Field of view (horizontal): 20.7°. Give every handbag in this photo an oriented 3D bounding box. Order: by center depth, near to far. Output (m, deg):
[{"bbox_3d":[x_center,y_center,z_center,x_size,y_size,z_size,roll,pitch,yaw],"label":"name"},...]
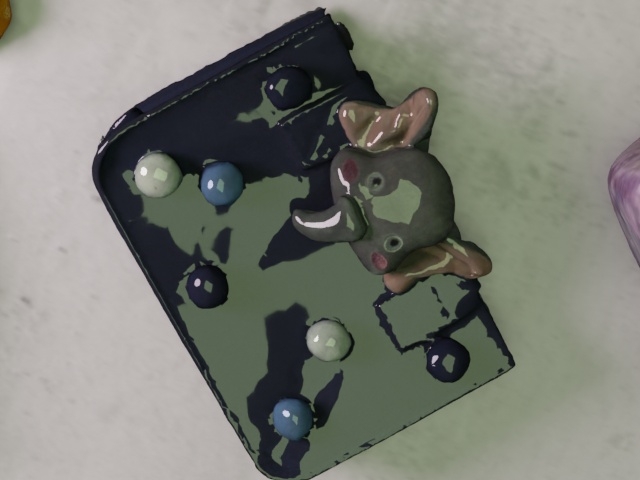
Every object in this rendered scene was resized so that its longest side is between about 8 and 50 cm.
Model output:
[{"bbox_3d":[0.000,0.000,1.382,0.269,0.118,0.325,-29,100,4],"label":"handbag"}]

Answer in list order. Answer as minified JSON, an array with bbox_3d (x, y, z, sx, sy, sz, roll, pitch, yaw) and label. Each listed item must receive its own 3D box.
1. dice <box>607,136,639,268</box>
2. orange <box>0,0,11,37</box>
[{"bbox_3d":[0.388,0.008,1.299,0.270,0.270,0.271,-27,98,5],"label":"dice"},{"bbox_3d":[-0.286,-0.184,1.377,0.086,0.062,0.086,0,97,-2],"label":"orange"}]
